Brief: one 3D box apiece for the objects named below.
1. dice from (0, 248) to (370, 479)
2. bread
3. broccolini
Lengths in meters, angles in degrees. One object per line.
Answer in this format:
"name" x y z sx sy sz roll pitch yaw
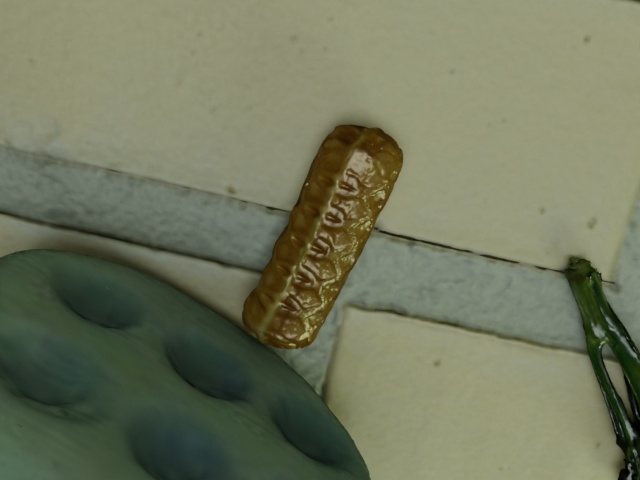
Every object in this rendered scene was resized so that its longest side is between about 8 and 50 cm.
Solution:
"dice" -0.141 0.183 0.501 0.268 0.265 0.262 33 106 -8
"bread" 0.000 0.000 0.551 0.052 0.044 0.157 26 107 -1
"broccolini" 0.204 0.105 0.574 0.074 0.058 0.201 -30 106 4
